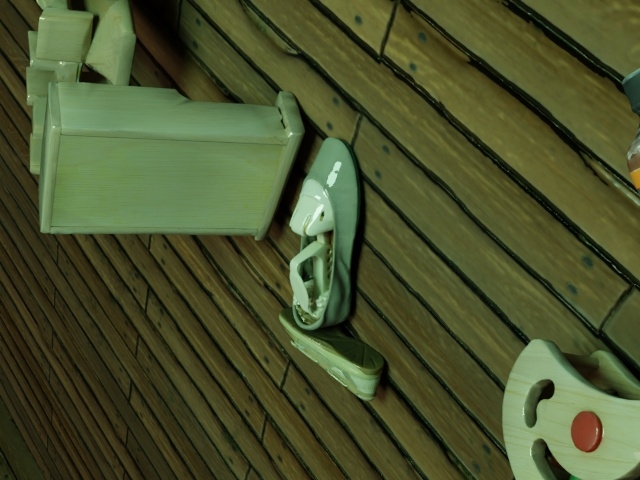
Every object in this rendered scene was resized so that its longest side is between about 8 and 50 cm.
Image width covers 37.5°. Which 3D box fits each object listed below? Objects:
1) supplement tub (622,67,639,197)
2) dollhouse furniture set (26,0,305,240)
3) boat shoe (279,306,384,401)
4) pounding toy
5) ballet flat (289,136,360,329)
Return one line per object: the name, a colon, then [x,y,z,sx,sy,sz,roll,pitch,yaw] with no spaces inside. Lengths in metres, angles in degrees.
supplement tub: [0.254,-0.022,0.569,0.106,0.106,0.198,-29,81,56]
dollhouse furniture set: [-0.198,-0.205,1.104,0.362,0.256,0.394,113,150,-45]
boat shoe: [0.008,0.121,1.042,0.153,0.056,0.048,29,124,37]
pounding toy: [0.239,0.153,0.696,0.269,0.154,0.154,-30,53,58]
ballet flat: [0.000,0.000,0.982,0.072,0.068,0.213,30,128,45]
